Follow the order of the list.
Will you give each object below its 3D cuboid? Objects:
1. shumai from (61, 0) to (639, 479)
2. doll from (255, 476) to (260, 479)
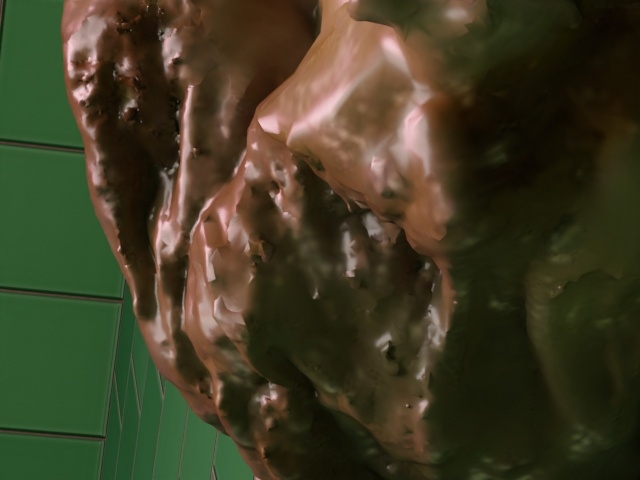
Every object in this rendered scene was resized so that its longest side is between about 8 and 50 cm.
[{"bbox_3d":[0.089,-0.042,0.626,0.262,0.267,0.314,-14,99,48],"label":"shumai"},{"bbox_3d":[-0.016,0.220,1.113,0.237,0.111,0.252,132,152,-70],"label":"doll"}]
